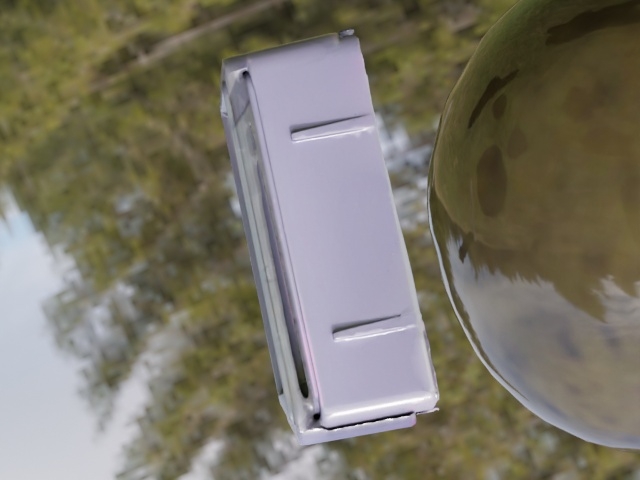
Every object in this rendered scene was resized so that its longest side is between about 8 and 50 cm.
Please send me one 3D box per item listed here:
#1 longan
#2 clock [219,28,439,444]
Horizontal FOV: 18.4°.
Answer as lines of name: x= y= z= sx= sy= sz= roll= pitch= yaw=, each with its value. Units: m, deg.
longan: x=0.265 y=-0.022 z=1.385 sx=0.404 sy=0.404 sz=0.336 roll=-13 pitch=-168 yaw=43
clock: x=0.001 y=0.000 z=1.000 sx=0.073 sy=0.193 sz=0.144 roll=-12 pitch=180 yaw=-3
